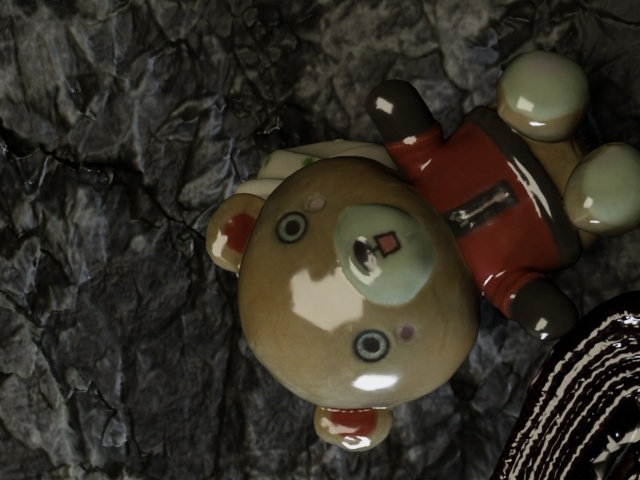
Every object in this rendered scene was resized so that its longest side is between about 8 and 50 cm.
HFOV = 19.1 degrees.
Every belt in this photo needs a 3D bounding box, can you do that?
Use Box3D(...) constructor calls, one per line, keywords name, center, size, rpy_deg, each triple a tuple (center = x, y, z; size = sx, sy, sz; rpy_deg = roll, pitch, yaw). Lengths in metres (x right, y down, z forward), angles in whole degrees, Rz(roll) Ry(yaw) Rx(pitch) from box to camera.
Box3D(name="belt", center=(0.227, 0.177, 1.441), size=(0.184, 0.164, 0.289), rpy_deg=(28, 100, 5))

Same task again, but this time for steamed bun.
Box3D(name="steamed bun", center=(0.000, 0.000, 1.593), size=(0.183, 0.106, 0.183), rpy_deg=(3, 96, 33))

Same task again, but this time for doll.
Box3D(name="doll", center=(0.086, -0.005, 1.456), size=(0.330, 0.174, 0.235), rpy_deg=(-31, 85, 0))
